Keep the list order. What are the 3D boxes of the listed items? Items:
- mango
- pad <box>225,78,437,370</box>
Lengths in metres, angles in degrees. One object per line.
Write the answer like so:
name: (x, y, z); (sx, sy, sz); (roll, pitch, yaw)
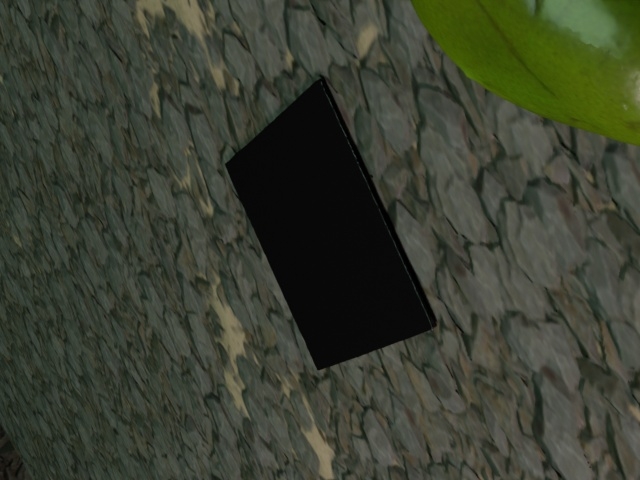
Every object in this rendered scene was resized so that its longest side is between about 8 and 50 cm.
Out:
mango: (0.098, -0.100, 0.683); (0.163, 0.089, 0.117); (27, 151, 45)
pad: (0.000, 0.000, 1.177); (0.170, 0.006, 0.245); (66, 160, 3)
